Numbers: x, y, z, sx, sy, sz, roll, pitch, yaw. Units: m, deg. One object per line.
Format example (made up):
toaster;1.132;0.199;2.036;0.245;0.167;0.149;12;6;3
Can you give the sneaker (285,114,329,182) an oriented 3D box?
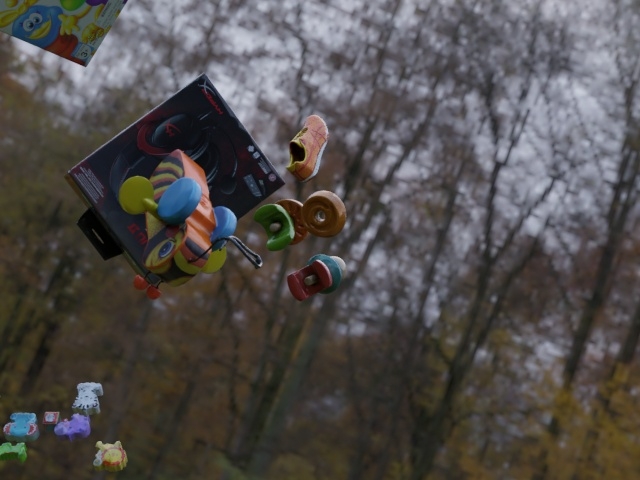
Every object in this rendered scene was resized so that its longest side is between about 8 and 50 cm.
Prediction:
sneaker;-0.028;-0.196;2.715;0.064;0.175;0.067;-26;-53;32

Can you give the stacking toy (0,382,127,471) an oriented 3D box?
stacking toy;-0.415;0.287;2.048;0.221;0.052;0.167;-1;-44;6

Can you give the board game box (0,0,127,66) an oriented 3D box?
board game box;-0.389;-0.346;1.686;0.275;0.144;0.142;19;20;-49

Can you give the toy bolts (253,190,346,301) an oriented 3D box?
toy bolts;0.000;0.000;2.929;0.218;0.229;0.158;-22;0;27

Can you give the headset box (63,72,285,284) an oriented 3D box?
headset box;-0.239;-0.084;2.095;0.218;0.293;0.110;54;-13;-7

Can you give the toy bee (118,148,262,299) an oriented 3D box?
toy bee;-0.207;-0.008;1.873;0.195;0.162;0.298;45;6;-14
